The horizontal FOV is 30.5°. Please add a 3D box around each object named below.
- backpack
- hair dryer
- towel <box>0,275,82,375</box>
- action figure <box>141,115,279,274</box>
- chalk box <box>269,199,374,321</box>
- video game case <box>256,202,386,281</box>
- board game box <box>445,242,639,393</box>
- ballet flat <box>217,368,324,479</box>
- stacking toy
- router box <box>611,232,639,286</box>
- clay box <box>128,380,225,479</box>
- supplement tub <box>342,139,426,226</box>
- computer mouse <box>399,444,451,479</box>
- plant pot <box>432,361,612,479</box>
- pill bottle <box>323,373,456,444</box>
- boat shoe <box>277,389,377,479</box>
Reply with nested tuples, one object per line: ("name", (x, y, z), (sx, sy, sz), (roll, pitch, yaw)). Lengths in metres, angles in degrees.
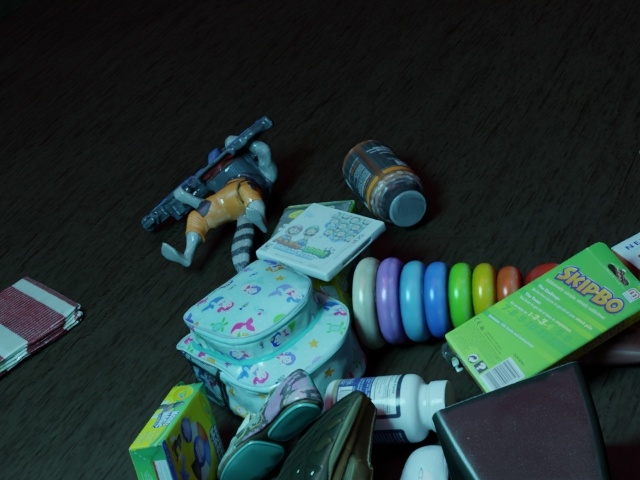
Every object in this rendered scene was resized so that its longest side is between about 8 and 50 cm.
("backpack", (-0.066, 0.157, 1.748), (0.225, 0.191, 0.253), (-36, 41, -25))
("hair dryer", (0.330, 0.187, 1.609), (0.293, 0.080, 0.224), (-23, 52, 1))
("towel", (-0.612, 0.190, 2.121), (0.329, 0.037, 0.237), (-37, 34, -27))
("action figure", (-0.185, -0.054, 2.190), (0.341, 0.178, 0.330), (-36, 17, 27))
("chalk box", (0.003, 0.023, 1.947), (0.132, 0.132, 0.213), (-5, 35, 24))
("video game case", (0.000, 0.000, 1.838), (0.157, 0.019, 0.143), (16, 46, 42))
("board game box", (0.311, 0.111, 1.595), (0.259, 0.039, 0.124), (-32, 53, -3))
("ballet flat", (-0.071, 0.255, 1.612), (0.221, 0.077, 0.079), (-51, 34, 32))
("stacking toy", (0.220, 0.085, 1.747), (0.330, 0.141, 0.141), (-4, 36, 16))
("router box", (0.635, 0.031, 1.639), (0.335, 0.082, 0.301), (-26, 33, -10))
("clay box", (-0.187, 0.286, 1.611), (0.053, 0.127, 0.222), (-11, 16, 15))
("supplement tub", (0.117, -0.097, 2.082), (0.106, 0.106, 0.198), (-25, 33, -7))
("computer mouse", (0.128, 0.327, 1.513), (0.106, 0.042, 0.193), (-8, 35, 20))
("plant pot", (0.260, 0.286, 1.390), (0.188, 0.187, 0.167), (-20, 47, -1))
("pill bottle", (0.098, 0.233, 1.619), (0.169, 0.094, 0.094), (-6, 35, 20))
("boat shoe", (0.011, 0.335, 1.462), (0.122, 0.120, 0.324), (-38, 18, 43))
